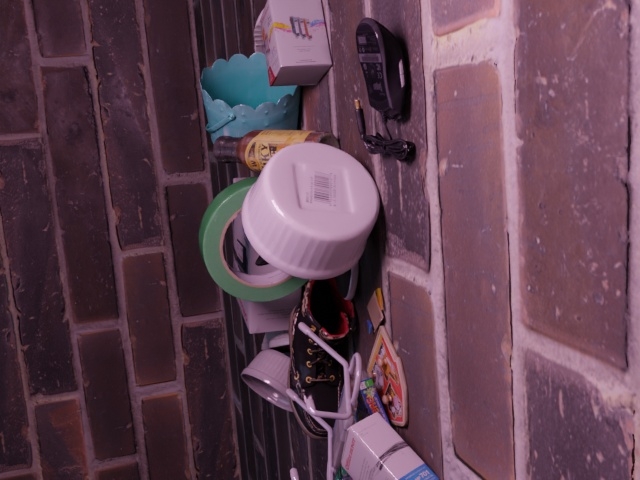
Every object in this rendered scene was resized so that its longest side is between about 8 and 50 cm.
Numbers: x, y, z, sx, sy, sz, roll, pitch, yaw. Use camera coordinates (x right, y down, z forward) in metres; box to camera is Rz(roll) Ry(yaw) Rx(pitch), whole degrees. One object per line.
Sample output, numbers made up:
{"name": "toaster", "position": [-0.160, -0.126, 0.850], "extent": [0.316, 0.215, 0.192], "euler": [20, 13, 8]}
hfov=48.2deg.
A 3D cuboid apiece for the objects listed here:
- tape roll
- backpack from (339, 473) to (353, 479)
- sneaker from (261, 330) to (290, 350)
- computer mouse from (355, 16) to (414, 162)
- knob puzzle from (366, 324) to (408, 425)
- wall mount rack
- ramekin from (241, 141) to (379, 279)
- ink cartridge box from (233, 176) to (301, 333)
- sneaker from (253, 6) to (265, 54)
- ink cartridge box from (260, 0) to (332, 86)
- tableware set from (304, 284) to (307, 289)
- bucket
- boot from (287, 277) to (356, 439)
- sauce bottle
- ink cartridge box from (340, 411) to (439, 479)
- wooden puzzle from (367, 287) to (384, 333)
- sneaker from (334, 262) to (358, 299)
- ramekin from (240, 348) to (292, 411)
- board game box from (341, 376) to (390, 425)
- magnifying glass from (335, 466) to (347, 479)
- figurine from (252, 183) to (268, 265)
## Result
{"name": "tape roll", "position": [-0.149, -0.002, 1.845], "extent": [0.077, 0.321, 0.321], "euler": [-134, 40, -63]}
{"name": "backpack", "position": [0.094, 0.602, 1.620], "extent": [0.188, 0.145, 0.165], "euler": [126, 140, -62]}
{"name": "sneaker", "position": [-0.113, 0.286, 2.227], "extent": [0.290, 0.106, 0.123], "euler": [-18, 60, 63]}
{"name": "computer mouse", "position": [0.112, -0.279, 1.326], "extent": [0.184, 0.060, 0.261], "euler": [21, 129, 66]}
{"name": "knob puzzle", "position": [0.140, 0.310, 1.530], "extent": [0.213, 0.030, 0.213], "euler": [173, 90, -73]}
{"name": "wall mount rack", "position": [-0.002, 0.362, 1.595], "extent": [0.304, 0.131, 0.349], "euler": [-93, 13, -62]}
{"name": "ramekin", "position": [-0.012, -0.070, 1.470], "extent": [0.135, 0.277, 0.277], "euler": [120, 140, -52]}
{"name": "ink cartridge box", "position": [-0.162, 0.039, 2.145], "extent": [0.285, 0.166, 0.394], "euler": [-123, 32, -59]}
{"name": "sneaker", "position": [-0.149, -0.597, 2.010], "extent": [0.235, 0.090, 0.094], "euler": [122, 147, -62]}
{"name": "ink cartridge box", "position": [-0.061, -0.471, 1.687], "extent": [0.128, 0.128, 0.176], "euler": [148, 115, -72]}
{"name": "tableware set", "position": [-0.029, 0.219, 2.064], "extent": [0.141, 0.020, 0.168], "euler": [-122, 30, -54]}
{"name": "bucket", "position": [-0.184, -0.360, 1.920], "extent": [0.281, 0.281, 0.183], "euler": [-115, 20, -45]}
{"name": "boot", "position": [0.005, 0.277, 1.772], "extent": [0.284, 0.138, 0.377], "euler": [112, 158, -58]}
{"name": "sauce bottle", "position": [-0.116, -0.213, 1.733], "extent": [0.345, 0.111, 0.111], "euler": [7, 106, 38]}
{"name": "ink cartridge box", "position": [0.135, 0.463, 1.431], "extent": [0.191, 0.082, 0.139], "euler": [44, 142, 37]}
{"name": "wooden puzzle", "position": [0.121, 0.154, 1.556], "extent": [0.116, 0.014, 0.078], "euler": [117, 147, -61]}
{"name": "sneaker", "position": [0.000, 0.000, 1.657], "extent": [0.104, 0.147, 0.295], "euler": [180, 82, -71]}
{"name": "ramekin", "position": [-0.129, 0.422, 2.186], "extent": [0.109, 0.207, 0.207], "euler": [-57, 0, -24]}
{"name": "board game box", "position": [0.103, 0.390, 1.613], "extent": [0.201, 0.035, 0.136], "euler": [114, 135, -69]}
{"name": "magnifying glass", "position": [0.048, 0.583, 1.968], "extent": [0.092, 0.026, 0.230], "euler": [134, 125, -69]}
{"name": "figurine", "position": [-0.064, -0.049, 1.736], "extent": [0.092, 0.210, 0.214], "euler": [-157, 61, -71]}
